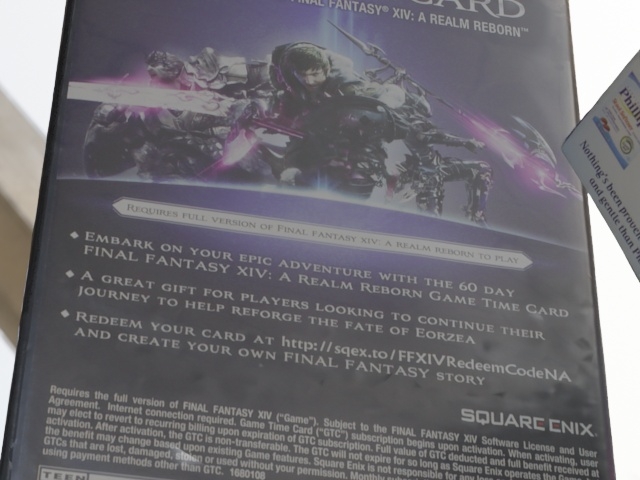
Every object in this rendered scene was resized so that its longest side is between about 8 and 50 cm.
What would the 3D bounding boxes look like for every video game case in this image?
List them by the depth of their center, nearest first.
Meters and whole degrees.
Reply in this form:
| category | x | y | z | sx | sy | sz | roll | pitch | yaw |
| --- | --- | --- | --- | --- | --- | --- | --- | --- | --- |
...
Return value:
| category | x | y | z | sx | sy | sz | roll | pitch | yaw |
| --- | --- | --- | --- | --- | --- | --- | --- | --- | --- |
| video game case | 0.000 | 0.000 | 0.594 | 0.196 | 0.274 | 0.026 | 8 | -37 | -9 |

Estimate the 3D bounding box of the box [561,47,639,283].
| category | x | y | z | sx | sy | sz | roll | pitch | yaw |
| --- | --- | --- | --- | --- | --- | --- | --- | --- | --- |
| box | 0.160 | -0.044 | 0.474 | 0.126 | 0.072 | 0.137 | -6 | -33 | -36 |
